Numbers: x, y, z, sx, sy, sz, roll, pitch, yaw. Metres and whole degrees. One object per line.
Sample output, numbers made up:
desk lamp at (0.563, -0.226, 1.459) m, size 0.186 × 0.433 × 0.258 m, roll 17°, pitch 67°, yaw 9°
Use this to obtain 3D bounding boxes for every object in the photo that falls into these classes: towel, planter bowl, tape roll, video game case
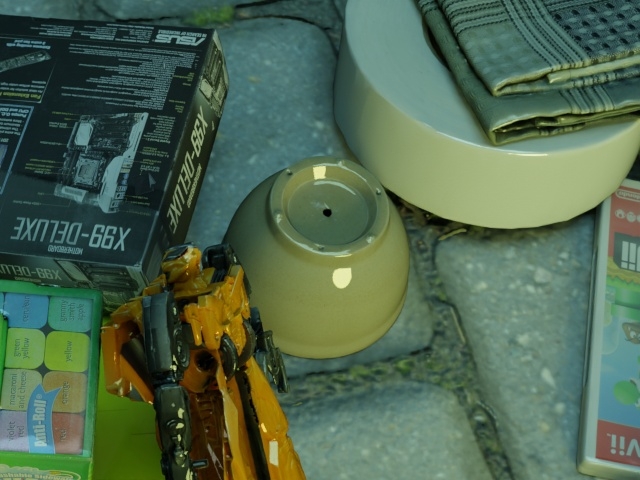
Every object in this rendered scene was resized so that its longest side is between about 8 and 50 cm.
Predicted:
towel at (0.234, -0.231, 1.415) m, size 0.312 × 0.056 × 0.324 m, roll -10°, pitch 54°, yaw -16°
planter bowl at (0.000, 0.000, 1.328) m, size 0.162 × 0.109 × 0.162 m, roll 4°, pitch 58°, yaw -6°
tape roll at (0.156, -0.148, 1.436) m, size 0.286 × 0.100 × 0.286 m, roll 4°, pitch 50°, yaw -5°
video game case at (0.326, 0.083, 1.377) m, size 0.204 × 0.025 × 0.285 m, roll 12°, pitch 57°, yaw -2°

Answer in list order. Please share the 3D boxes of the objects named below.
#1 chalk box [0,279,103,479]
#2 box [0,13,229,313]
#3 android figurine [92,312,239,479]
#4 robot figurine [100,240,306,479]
chalk box at (-0.213, 0.110, 1.093) m, size 0.132 × 0.213 × 0.132 m, roll 5°, pitch 57°, yaw -8°
box at (-0.249, -0.071, 1.309) m, size 0.308 × 0.076 × 0.242 m, roll 5°, pitch 55°, yaw 10°
android figurine at (-0.182, 0.141, 1.240) m, size 0.273 × 0.056 × 0.248 m, roll -4°, pitch 59°, yaw -12°
robot figurine at (-0.073, 0.145, 1.113) m, size 0.085 × 0.211 × 0.291 m, roll -11°, pitch 100°, yaw 15°
